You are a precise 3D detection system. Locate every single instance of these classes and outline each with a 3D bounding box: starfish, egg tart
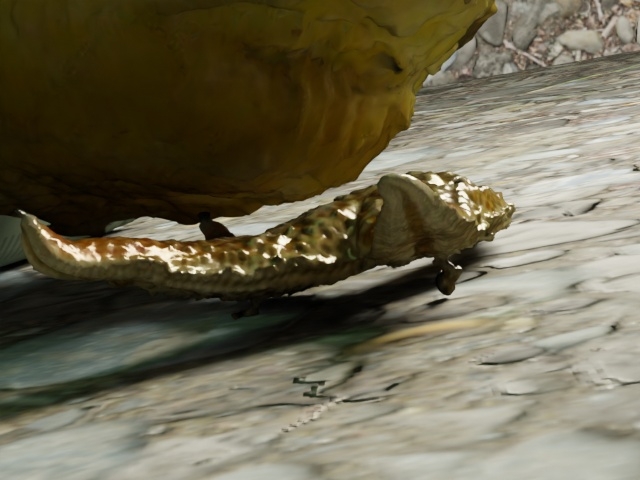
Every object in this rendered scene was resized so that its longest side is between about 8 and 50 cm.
[{"bbox_3d":[-0.001,0.002,0.625,0.138,0.050,0.247,-6,-4,12],"label":"starfish"},{"bbox_3d":[-0.074,-0.086,0.763,0.352,0.153,0.339,-1,-9,18],"label":"egg tart"}]

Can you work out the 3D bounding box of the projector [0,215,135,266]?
[{"bbox_3d":[-0.203,-0.029,0.926,0.108,0.108,0.337,-7,7,25],"label":"projector"}]
